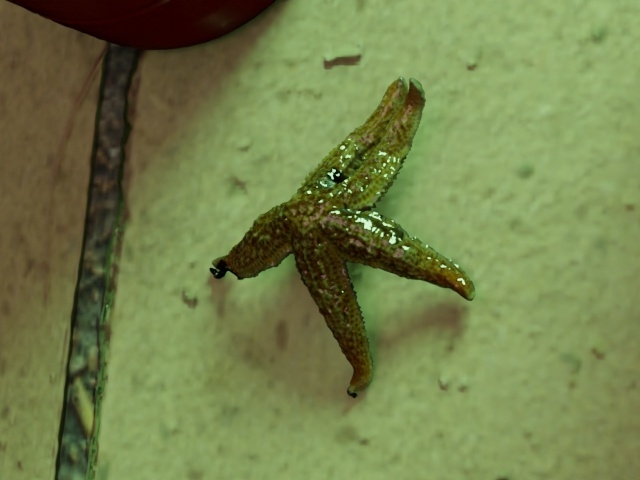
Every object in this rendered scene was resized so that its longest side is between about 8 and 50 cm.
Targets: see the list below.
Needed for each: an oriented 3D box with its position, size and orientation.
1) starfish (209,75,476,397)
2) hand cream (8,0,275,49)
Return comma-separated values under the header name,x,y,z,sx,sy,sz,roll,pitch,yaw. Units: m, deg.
name,x,y,z,sx,sy,sz,roll,pitch,yaw
starfish,-0.003,0.001,0.675,0.130,0.041,0.133,-14,75,28
hand cream,-0.091,-0.187,0.707,0.193,0.125,0.193,-6,78,29
